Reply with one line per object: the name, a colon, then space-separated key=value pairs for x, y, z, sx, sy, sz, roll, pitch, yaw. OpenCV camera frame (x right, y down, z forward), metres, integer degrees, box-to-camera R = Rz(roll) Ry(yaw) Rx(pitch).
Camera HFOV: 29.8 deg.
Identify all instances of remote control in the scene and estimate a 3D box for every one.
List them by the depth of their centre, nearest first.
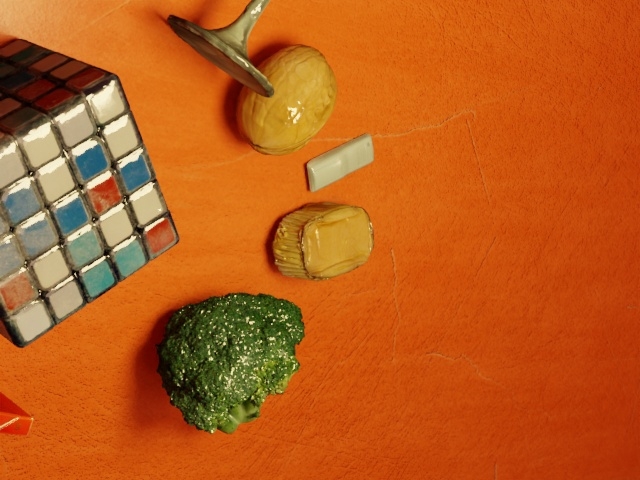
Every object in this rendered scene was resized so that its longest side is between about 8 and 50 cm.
remote control: x=0.040 y=-0.144 z=2.248 sx=0.162 sy=0.029 sz=0.061 roll=-29 pitch=127 yaw=-31

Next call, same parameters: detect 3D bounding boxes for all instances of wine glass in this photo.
wine glass: x=-0.042 y=-0.446 z=1.891 sx=0.406 sy=0.267 sz=0.267 roll=-55 pitch=135 yaw=-5

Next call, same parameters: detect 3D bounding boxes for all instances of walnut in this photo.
walnut: x=-0.056 y=-0.238 z=2.035 sx=0.207 sy=0.159 sz=0.159 roll=-54 pitch=135 yaw=-20

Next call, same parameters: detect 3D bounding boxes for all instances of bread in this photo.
bread: x=0.000 y=0.000 z=2.221 sx=0.190 sy=0.114 sz=0.132 roll=-18 pitch=110 yaw=-46

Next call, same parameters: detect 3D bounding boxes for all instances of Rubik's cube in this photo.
Rubik's cube: x=-0.419 y=-0.077 z=1.680 sx=0.287 sy=0.292 sz=0.293 roll=-36 pitch=127 yaw=-27

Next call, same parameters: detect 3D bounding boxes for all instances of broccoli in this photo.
broccoli: x=-0.153 y=0.214 z=2.080 sx=0.245 sy=0.265 sz=0.295 roll=79 pitch=30 yaw=-48

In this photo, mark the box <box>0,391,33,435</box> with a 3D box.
box: x=-0.563 y=0.235 z=1.790 sx=0.245 sy=0.139 sz=0.035 roll=22 pitch=91 yaw=-46
